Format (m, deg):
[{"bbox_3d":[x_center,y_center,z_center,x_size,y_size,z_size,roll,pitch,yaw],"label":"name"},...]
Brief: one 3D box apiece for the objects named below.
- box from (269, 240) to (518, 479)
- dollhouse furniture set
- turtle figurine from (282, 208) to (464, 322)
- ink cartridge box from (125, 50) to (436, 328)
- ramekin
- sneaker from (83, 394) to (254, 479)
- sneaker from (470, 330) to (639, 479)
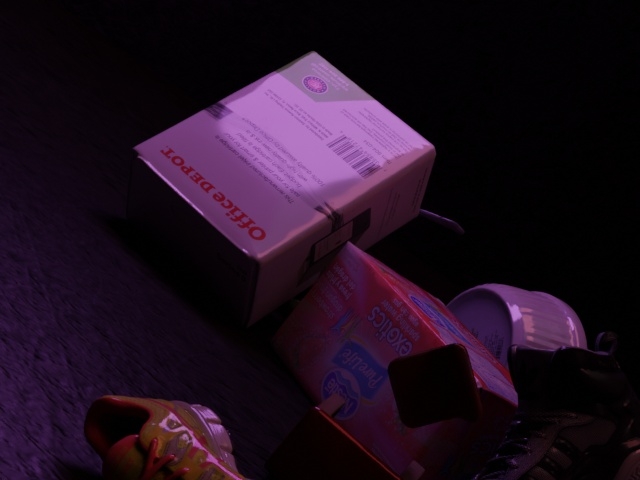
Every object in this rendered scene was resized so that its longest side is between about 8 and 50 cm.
[{"bbox_3d":[0.094,0.148,1.644,0.154,0.142,0.300,33,9,-36],"label":"box"},{"bbox_3d":[0.155,0.221,1.250,0.374,0.201,0.152,40,7,5],"label":"dollhouse furniture set"},{"bbox_3d":[0.000,0.000,1.905,0.266,0.198,0.274,31,3,-16],"label":"turtle figurine"},{"bbox_3d":[-0.044,-0.060,1.787,0.198,0.273,0.115,41,-37,23],"label":"ink cartridge box"},{"bbox_3d":[0.218,0.150,2.063,0.109,0.207,0.207,23,14,-33],"label":"ramekin"},{"bbox_3d":[-0.086,0.155,0.999,0.094,0.081,0.208,25,7,-34],"label":"sneaker"},{"bbox_3d":[0.177,0.174,1.450,0.101,0.268,0.153,-2,-73,58],"label":"sneaker"}]
